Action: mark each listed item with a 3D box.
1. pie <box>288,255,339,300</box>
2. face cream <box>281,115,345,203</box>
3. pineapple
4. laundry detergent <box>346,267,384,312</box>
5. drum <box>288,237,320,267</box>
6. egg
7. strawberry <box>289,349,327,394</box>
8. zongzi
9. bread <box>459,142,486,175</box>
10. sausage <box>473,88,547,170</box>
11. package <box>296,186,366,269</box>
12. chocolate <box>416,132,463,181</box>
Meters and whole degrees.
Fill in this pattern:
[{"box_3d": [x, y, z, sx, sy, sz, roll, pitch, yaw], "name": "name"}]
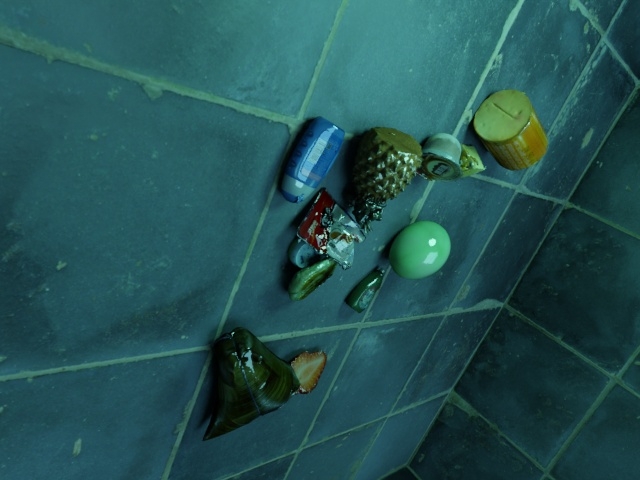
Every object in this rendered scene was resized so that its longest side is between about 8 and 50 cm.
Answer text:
[{"box_3d": [-0.022, 0.126, 1.662, 0.240, 0.054, 0.240, -39, 163, -14], "name": "pie"}, {"box_3d": [-0.029, -0.229, 1.396, 0.149, 0.083, 0.264, 18, 106, -49], "name": "face cream"}, {"box_3d": [0.182, -0.185, 1.562, 0.222, 0.223, 0.358, -9, 135, -41], "name": "pineapple"}, {"box_3d": [0.204, 0.208, 1.998, 0.211, 0.063, 0.137, -51, 144, -3], "name": "laundry detergent"}, {"box_3d": [-0.001, 0.017, 1.648, 0.253, 0.049, 0.130, -22, 133, -32], "name": "drum"}, {"box_3d": [0.408, 0.042, 1.936, 0.270, 0.220, 0.220, -46, 142, -4], "name": "egg"}, {"box_3d": [-0.082, 0.550, 1.964, 0.235, 0.106, 0.175, 11, 75, -49], "name": "strawberry"}, {"box_3d": [-0.331, 0.523, 1.635, 0.432, 0.208, 0.403, -35, 135, -1], "name": "zongzi"}, {"box_3d": [0.593, -0.320, 1.961, 0.147, 0.127, 0.152, -3, 155, -46], "name": "bread"}, {"box_3d": [0.777, -0.442, 1.915, 0.287, 0.233, 0.233, 25, 101, -49], "name": "sausage"}, {"box_3d": [0.047, -0.028, 1.590, 0.269, 0.071, 0.194, 37, 62, -28], "name": "package"}, {"box_3d": [0.439, -0.324, 1.746, 0.221, 0.221, 0.147, 39, 62, -52], "name": "chocolate"}]
